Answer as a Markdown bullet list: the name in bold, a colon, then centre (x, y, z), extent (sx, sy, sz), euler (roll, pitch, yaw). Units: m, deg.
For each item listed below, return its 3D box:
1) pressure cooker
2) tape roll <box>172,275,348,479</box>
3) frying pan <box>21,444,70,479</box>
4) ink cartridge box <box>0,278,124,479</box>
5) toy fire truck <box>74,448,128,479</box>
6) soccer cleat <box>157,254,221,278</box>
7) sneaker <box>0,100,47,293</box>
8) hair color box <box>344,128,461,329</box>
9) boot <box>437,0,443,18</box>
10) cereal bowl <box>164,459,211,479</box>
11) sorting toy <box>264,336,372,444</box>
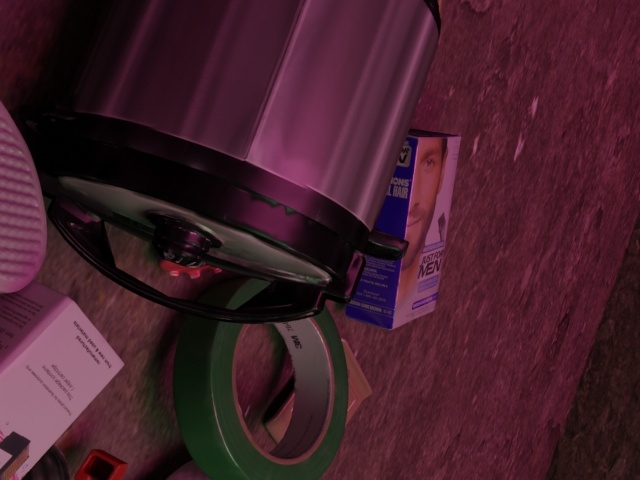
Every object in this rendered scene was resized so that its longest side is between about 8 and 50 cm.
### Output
- **pressure cooker**: centre (-0.096, -0.125, 0.870), extent (0.376, 0.370, 0.420), euler (29, 76, -48)
- **tape roll**: centre (-0.077, 0.208, 1.161), extent (0.321, 0.077, 0.321), euler (22, 63, -50)
- **frying pan**: centre (-0.372, 0.364, 0.963), extent (0.197, 0.053, 0.326), euler (-46, 137, -31)
- **ink cartridge box**: centre (-0.369, 0.162, 0.767), extent (0.278, 0.201, 0.117), euler (-50, 137, -28)
- **toy fire truck**: centre (-0.298, 0.372, 1.024), extent (0.192, 0.047, 0.135), euler (-65, 163, -12)
- **soccer cleat**: centre (-0.132, -0.006, 1.121), extent (0.248, 0.083, 0.095), euler (-9, 80, -45)
- **sneaker**: centre (-0.366, -0.097, 0.724), extent (0.126, 0.128, 0.321), euler (-52, 132, -57)
- **hair color box**: centre (0.149, -0.027, 1.413), extent (0.185, 0.110, 0.338), euler (-13, 111, -56)
- **boot**: centre (0.214, -0.475, 1.370), extent (0.165, 0.077, 0.213), euler (-26, 119, -46)
- **cereal bowl**: centre (-0.161, 0.501, 1.166), extent (0.339, 0.141, 0.338), euler (-38, 137, -48)
- **sorting toy**: centre (-0.003, 0.297, 1.418), extent (0.208, 0.038, 0.193), euler (-48, 136, -23)
